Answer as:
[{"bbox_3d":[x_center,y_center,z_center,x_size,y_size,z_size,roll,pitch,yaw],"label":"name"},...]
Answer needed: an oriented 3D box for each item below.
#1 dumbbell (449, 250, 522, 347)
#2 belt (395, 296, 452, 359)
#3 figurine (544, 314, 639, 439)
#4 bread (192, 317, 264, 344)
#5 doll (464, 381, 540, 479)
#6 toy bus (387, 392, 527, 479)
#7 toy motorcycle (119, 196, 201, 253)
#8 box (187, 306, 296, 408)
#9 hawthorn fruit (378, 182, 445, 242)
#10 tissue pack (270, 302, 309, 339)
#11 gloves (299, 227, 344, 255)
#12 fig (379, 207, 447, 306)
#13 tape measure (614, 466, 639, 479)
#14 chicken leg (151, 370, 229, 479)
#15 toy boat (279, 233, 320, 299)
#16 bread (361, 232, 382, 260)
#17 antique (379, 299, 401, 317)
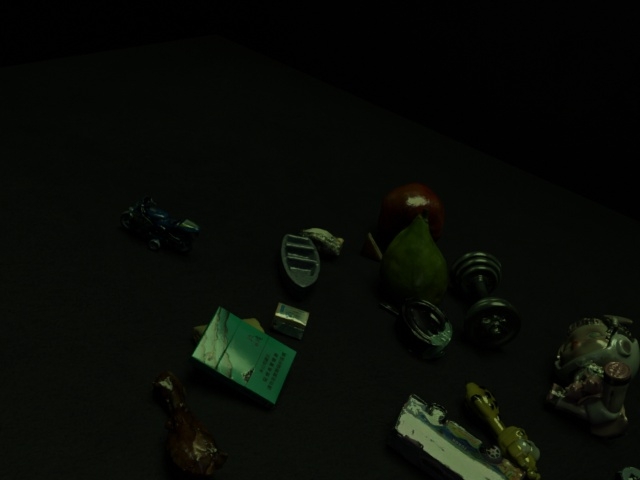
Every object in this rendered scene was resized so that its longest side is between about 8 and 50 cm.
[{"bbox_3d":[0.530,0.184,2.029,0.179,0.179,0.406,15,29,-7],"label":"dumbbell"},{"bbox_3d":[0.309,0.263,1.860,0.151,0.078,0.198,0,40,-21],"label":"belt"},{"bbox_3d":[0.803,0.383,1.838,0.210,0.253,0.361,60,35,-17],"label":"figurine"},{"bbox_3d":[-0.222,0.256,1.592,0.178,0.060,0.139,-6,38,-36],"label":"bread"},{"bbox_3d":[0.460,0.479,1.593,0.117,0.086,0.291,33,16,-44],"label":"doll"},{"bbox_3d":[0.306,0.500,1.456,0.317,0.112,0.138,30,42,20],"label":"toy bus"},{"bbox_3d":[-0.482,-0.050,1.872,0.255,0.135,0.092,22,30,5],"label":"toy motorcycle"},{"bbox_3d":[-0.184,0.280,1.504,0.227,0.042,0.160,32,44,-7],"label":"box"},{"bbox_3d":[0.329,-0.103,2.327,0.254,0.253,0.300,11,28,-13],"label":"hawthorn fruit"},{"bbox_3d":[-0.086,0.221,1.731,0.095,0.058,0.074,19,28,-1],"label":"tissue pack"},{"bbox_3d":[-0.001,0.004,2.119,0.153,0.070,0.114,24,12,7],"label":"gloves"},{"bbox_3d":[0.317,0.060,2.009,0.233,0.313,0.233,17,2,-1],"label":"fig"},{"bbox_3d":[0.788,0.621,1.578,0.091,0.054,0.094,26,39,14],"label":"tape measure"},{"bbox_3d":[-0.290,0.387,1.326,0.113,0.093,0.304,20,16,-35],"label":"chicken leg"},{"bbox_3d":[-0.067,0.081,1.955,0.127,0.078,0.282,13,31,-13],"label":"toy boat"},{"bbox_3d":[0.170,0.029,2.203,0.062,0.108,0.043,-21,18,19],"label":"bread"},{"bbox_3d":[0.271,0.242,1.944,0.192,0.015,0.031,29,31,17],"label":"antique"}]
